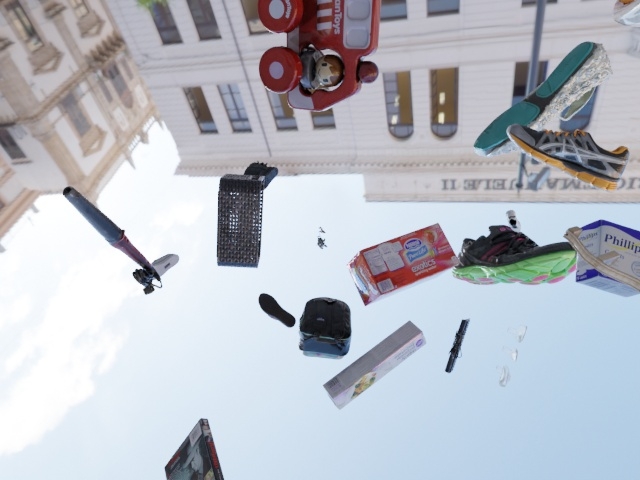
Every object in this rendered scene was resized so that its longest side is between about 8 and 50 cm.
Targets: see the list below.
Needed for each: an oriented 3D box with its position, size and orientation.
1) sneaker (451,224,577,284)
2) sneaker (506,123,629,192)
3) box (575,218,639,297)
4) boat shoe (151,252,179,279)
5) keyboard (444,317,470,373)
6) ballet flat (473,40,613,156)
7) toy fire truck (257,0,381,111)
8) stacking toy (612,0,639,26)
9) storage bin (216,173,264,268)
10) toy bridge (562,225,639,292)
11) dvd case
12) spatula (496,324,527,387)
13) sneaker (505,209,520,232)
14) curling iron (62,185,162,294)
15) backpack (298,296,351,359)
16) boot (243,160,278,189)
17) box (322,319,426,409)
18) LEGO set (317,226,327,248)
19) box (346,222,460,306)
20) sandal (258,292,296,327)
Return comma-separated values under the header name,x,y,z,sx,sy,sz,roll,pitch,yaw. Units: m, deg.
name,x,y,z,sx,sy,sz,roll,pitch,yaw
sneaker,0.608,0.038,1.528,0.483,0.185,0.202,-9,-111,62
sneaker,0.442,-0.166,0.847,0.215,0.083,0.084,27,-158,9
box,0.643,0.039,1.032,0.126,0.072,0.137,16,-110,-6
boat shoe,-0.374,0.058,1.085,0.035,0.035,0.100,13,-142,30
keyboard,0.454,0.349,1.529,0.038,0.192,0.100,20,-171,34
ballet flat,0.623,-0.354,1.298,0.409,0.147,0.147,-44,-141,20
toy fire truck,0.010,-0.442,1.049,0.254,0.302,0.169,12,-155,25
stacking toy,0.246,-0.464,0.400,0.480,0.350,0.350,39,-122,3
storage bin,-0.164,-0.042,0.970,0.084,0.180,0.122,4,-166,-5
toy bridge,0.545,0.039,0.899,0.063,0.026,0.188,-11,-137,-29
dvd case,-0.129,0.262,0.489,0.087,0.013,0.119,-54,-138,16
spatula,0.511,0.307,1.283,0.019,0.242,0.168,16,-94,14
sneaker,0.675,-0.058,1.646,0.040,0.109,0.043,-19,-135,28
curling iron,-0.322,0.005,0.758,0.035,0.274,0.068,-29,-126,-11
backpack,0.015,0.268,1.454,0.166,0.144,0.188,5,-141,1
boot,-0.202,-0.204,1.487,0.099,0.045,0.121,17,-129,30
box,0.158,0.356,1.352,0.324,0.063,0.067,-34,-143,-13
LEGO set,-0.001,-0.002,1.420,0.023,0.083,0.054,-22,-150,-21
box,0.216,0.063,1.243,0.257,0.122,0.128,-19,-105,-22
sandal,-0.168,0.264,1.740,0.040,0.179,0.067,-22,-149,51
